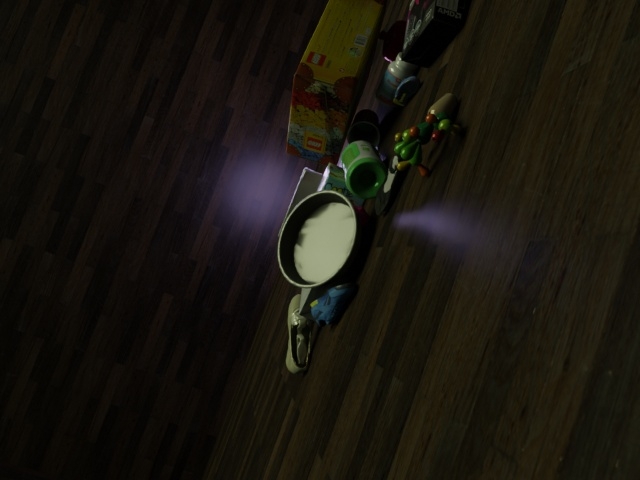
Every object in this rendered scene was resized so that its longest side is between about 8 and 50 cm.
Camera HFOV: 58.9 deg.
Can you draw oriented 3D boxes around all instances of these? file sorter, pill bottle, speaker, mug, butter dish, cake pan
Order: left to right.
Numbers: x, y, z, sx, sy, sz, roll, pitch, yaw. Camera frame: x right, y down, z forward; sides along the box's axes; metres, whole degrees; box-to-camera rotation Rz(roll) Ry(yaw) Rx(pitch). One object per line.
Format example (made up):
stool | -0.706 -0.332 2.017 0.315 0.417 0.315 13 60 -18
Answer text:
file sorter | -0.024 -0.123 2.211 0.173 0.193 0.277 -102 33 -79
cake pan | 0.000 0.000 1.616 0.293 0.054 0.293 -18 61 36
mug | 0.149 -0.381 2.013 0.169 0.113 0.150 -77 12 -58
speaker | 0.128 -0.215 1.689 0.296 0.131 0.131 -93 25 -70
butter dish | 0.266 -0.716 2.031 0.160 0.118 0.159 136 154 -72
pill bottle | 0.242 -0.509 1.796 0.087 0.087 0.160 -78 11 -45

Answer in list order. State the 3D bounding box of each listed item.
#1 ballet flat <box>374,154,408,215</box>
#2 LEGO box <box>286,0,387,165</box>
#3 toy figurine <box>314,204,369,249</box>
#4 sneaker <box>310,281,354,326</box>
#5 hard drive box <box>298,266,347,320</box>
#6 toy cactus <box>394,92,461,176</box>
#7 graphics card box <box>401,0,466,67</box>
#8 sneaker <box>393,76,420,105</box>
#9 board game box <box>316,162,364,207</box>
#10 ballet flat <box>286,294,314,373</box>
ballet flat | 0.186 -0.140 1.467 0.057 0.049 0.173 45 123 45
LEGO box | 0.056 -0.574 1.979 0.372 0.193 0.500 103 -175 -58
toy figurine | 0.087 -0.039 1.688 0.159 0.130 0.173 -49 -7 30
sneaker | 0.042 0.178 1.552 0.209 0.069 0.082 -44 58 52
hard drive box | 0.010 0.113 1.766 0.232 0.089 0.181 -85 18 -60
toy cactus | 0.239 -0.234 1.203 0.180 0.112 0.219 -52 1 -15
graphics card box | 0.324 -0.695 1.554 0.233 0.094 0.370 145 136 -74
sneaker | 0.258 -0.457 1.688 0.144 0.053 0.059 142 150 -72
board game box | 0.039 -0.095 1.900 0.142 0.144 0.275 -86 19 -64
ballet flat | -0.060 0.286 1.750 0.086 0.086 0.248 136 137 -71
